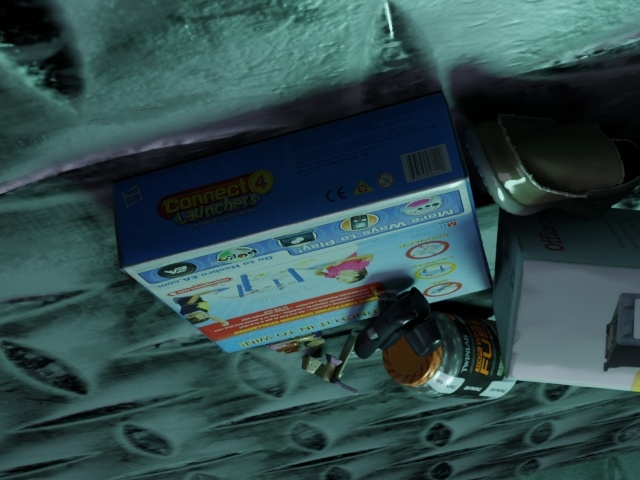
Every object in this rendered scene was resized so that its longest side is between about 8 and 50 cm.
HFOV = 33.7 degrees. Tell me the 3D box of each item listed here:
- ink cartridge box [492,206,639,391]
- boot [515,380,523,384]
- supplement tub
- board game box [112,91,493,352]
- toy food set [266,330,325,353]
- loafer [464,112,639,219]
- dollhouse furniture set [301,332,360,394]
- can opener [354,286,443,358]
[{"bbox_3d":[0.330,0.053,1.034,0.306,0.131,0.226,4,-164,5],"label":"ink cartridge box"},{"bbox_3d":[0.410,0.164,1.658,0.161,0.084,0.246,-1,162,-41],"label":"boot"},{"bbox_3d":[0.180,0.159,1.457,0.190,0.117,0.117,11,149,-45],"label":"supplement tub"},{"bbox_3d":[0.000,0.000,1.028,0.308,0.086,0.302,-14,158,7],"label":"board game box"},{"bbox_3d":[-0.034,0.134,1.424,0.077,0.019,0.122,-14,167,-1],"label":"toy food set"},{"bbox_3d":[0.220,-0.078,0.959,0.087,0.094,0.251,-34,158,34],"label":"loafer"},{"bbox_3d":[0.010,0.153,1.495,0.091,0.081,0.114,28,173,-21],"label":"dollhouse furniture set"},{"bbox_3d":[0.069,0.096,1.105,0.059,0.073,0.186,-12,169,-20],"label":"can opener"}]
